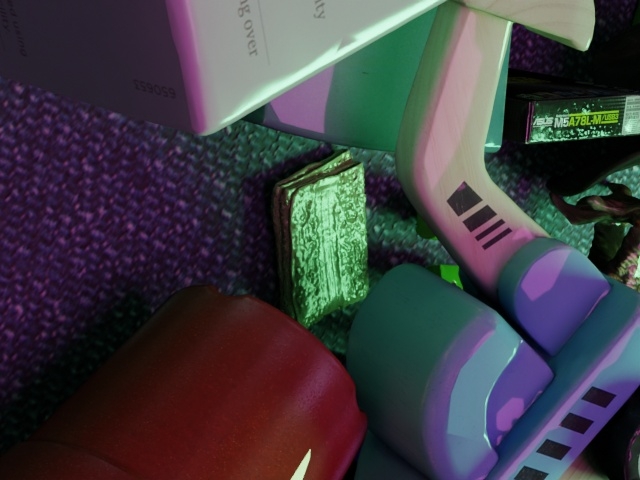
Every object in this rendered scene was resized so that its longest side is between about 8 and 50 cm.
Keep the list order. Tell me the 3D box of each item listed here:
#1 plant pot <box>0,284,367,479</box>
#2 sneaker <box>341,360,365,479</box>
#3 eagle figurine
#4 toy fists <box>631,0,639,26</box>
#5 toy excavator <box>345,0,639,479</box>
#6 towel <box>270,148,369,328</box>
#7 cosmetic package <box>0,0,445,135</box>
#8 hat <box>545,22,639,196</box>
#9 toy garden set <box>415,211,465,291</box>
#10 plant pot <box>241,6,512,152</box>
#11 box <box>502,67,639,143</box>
[{"bbox_3d":[-0.113,0.193,1.520,0.265,0.272,0.272,-53,134,-32],"label":"plant pot"},{"bbox_3d":[0.052,0.258,1.812,0.146,0.102,0.293,-24,104,5],"label":"sneaker"},{"bbox_3d":[0.311,0.099,1.942,0.226,0.225,0.298,-10,102,-56],"label":"eagle figurine"},{"bbox_3d":[0.432,-0.283,2.045,0.142,0.096,0.279,27,81,-48],"label":"toy fists"},{"bbox_3d":[0.139,0.037,1.564,0.433,0.222,0.445,-49,123,-5],"label":"toy excavator"},{"bbox_3d":[0.000,0.000,1.731,0.110,0.027,0.148,-25,118,-40],"label":"towel"},{"bbox_3d":[-0.075,-0.318,1.329,0.394,0.327,0.329,-32,124,-35],"label":"cosmetic package"},{"bbox_3d":[0.356,-0.158,1.893,0.331,0.331,0.134,-23,91,-40],"label":"hat"},{"bbox_3d":[0.140,0.083,1.860,0.204,0.049,0.244,5,78,-63],"label":"toy garden set"},{"bbox_3d":[0.016,-0.162,1.606,0.234,0.166,0.165,-6,107,-38],"label":"plant pot"},{"bbox_3d":[0.178,-0.125,1.763,0.191,0.184,0.045,-7,108,-44],"label":"box"}]
